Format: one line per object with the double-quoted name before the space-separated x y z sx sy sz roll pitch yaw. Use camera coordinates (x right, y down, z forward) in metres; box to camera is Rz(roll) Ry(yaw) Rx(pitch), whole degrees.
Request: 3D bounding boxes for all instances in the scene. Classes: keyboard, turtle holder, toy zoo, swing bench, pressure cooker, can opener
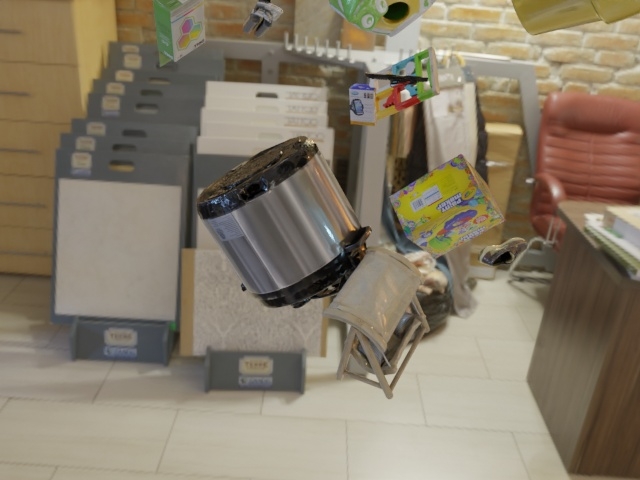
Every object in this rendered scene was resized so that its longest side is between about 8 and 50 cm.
"keyboard" 0.236 -0.496 1.871 0.192 0.038 0.100 0 18 -10
"turtle holder" 0.121 -0.524 1.161 0.243 0.227 0.320 -37 16 10
"toy zoo" 0.271 -0.538 2.103 0.293 0.192 0.030 -18 -31 32
"swing bench" 0.145 0.194 1.468 0.165 0.255 0.253 14 44 27
"pressure cooker" -0.087 -0.019 1.613 0.375 0.420 0.370 -32 17 -6
"can opener" -0.166 -0.657 1.747 0.074 0.093 0.280 16 -2 -17

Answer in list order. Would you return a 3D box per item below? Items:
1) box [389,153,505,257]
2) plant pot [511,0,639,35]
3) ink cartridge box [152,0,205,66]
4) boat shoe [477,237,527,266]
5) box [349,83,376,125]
"box" 0.447 -0.112 2.108 0.279 0.290 0.177 28 37 -54
"plant pot" 0.561 -0.579 1.332 0.239 0.254 0.254 -16 9 39
"ink cartridge box" -0.343 -0.514 1.478 0.062 0.209 0.109 37 60 13
"boat shoe" 0.448 0.035 1.454 0.152 0.056 0.049 -17 43 -26
"box" 0.133 -0.426 1.876 0.081 0.136 0.028 10 38 18
